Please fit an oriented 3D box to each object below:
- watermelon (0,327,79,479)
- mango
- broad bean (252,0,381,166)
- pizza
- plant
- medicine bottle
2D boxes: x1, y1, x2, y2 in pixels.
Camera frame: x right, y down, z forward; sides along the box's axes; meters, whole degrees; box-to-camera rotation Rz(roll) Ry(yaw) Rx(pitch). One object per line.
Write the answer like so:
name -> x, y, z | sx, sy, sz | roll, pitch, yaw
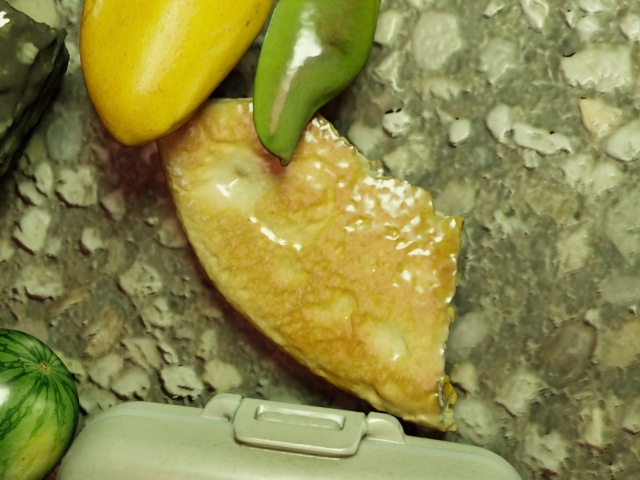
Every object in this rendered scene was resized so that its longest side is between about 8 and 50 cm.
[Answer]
watermelon -> -0.286, 0.157, 0.918 | 0.187, 0.141, 0.141 | -41, 90, 14
mango -> -0.112, -0.174, 0.839 | 0.144, 0.112, 0.219 | 19, 84, 29
broad bean -> 0.017, -0.209, 0.855 | 0.067, 0.075, 0.325 | 7, 75, 41
pizza -> 0.000, 0.000, 0.897 | 0.365, 0.074, 0.182 | 43, 102, 4
plant -> -0.315, -0.106, 0.867 | 0.178, 0.204, 0.234 | 36, 90, -11
medicine bottle -> -0.026, 0.268, 0.893 | 0.375, 0.123, 0.282 | 7, 107, 8
